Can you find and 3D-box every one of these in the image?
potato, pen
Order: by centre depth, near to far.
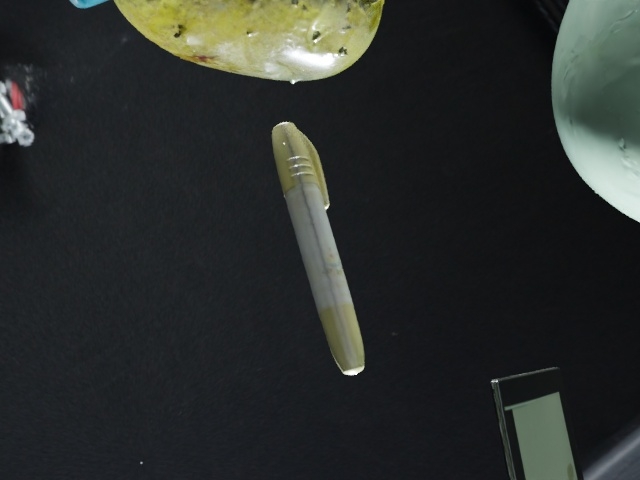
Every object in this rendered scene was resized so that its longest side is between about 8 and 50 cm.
[{"bbox_3d":[0.000,0.000,0.637,0.040,0.032,0.234,-6,-114,-26],"label":"pen"},{"bbox_3d":[-0.100,-0.337,1.022,0.359,0.270,0.219,3,-103,-10],"label":"potato"}]

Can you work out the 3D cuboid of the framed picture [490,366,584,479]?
[{"bbox_3d":[0.299,0.340,0.961,0.265,0.016,0.347,7,-110,-57],"label":"framed picture"}]

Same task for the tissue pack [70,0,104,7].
[{"bbox_3d":[-0.318,-0.480,1.117,0.206,0.287,0.198,-38,-79,-13],"label":"tissue pack"}]

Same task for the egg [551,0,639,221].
[{"bbox_3d":[0.330,-0.151,0.539,0.389,0.276,0.276,-34,-96,-26],"label":"egg"}]
